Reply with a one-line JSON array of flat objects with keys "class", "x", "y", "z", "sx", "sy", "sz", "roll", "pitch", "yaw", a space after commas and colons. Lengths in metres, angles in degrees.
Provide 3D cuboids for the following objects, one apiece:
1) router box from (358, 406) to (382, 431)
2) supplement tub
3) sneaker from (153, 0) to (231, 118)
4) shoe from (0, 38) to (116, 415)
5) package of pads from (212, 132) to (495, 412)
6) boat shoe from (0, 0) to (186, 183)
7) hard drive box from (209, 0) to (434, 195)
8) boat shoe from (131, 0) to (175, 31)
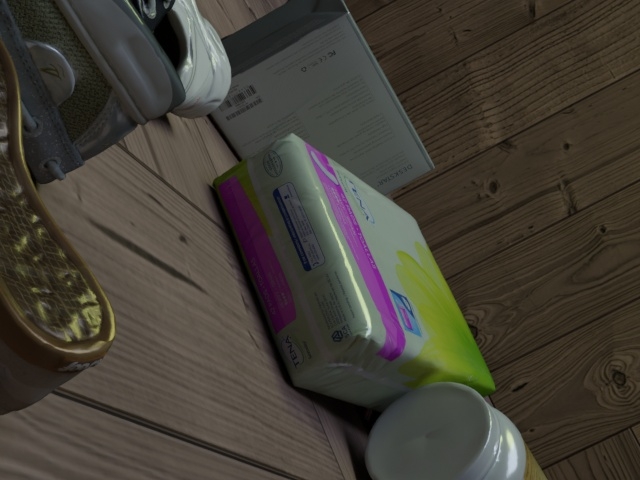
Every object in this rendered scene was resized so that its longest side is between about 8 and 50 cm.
[{"class": "router box", "x": 0.083, "y": 0.202, "z": 1.282, "sx": 0.122, "sy": 0.038, "sz": 0.092, "roll": 61, "pitch": 9, "yaw": -12}, {"class": "supplement tub", "x": 0.138, "y": 0.239, "z": 1.122, "sx": 0.200, "sy": 0.144, "sz": 0.144, "roll": 57, "pitch": 10, "yaw": -35}, {"class": "sneaker", "x": -0.152, "y": -0.214, "z": 1.020, "sx": 0.232, "sy": 0.090, "sz": 0.115, "roll": 61, "pitch": 12, "yaw": 0}, {"class": "shoe", "x": -0.158, "y": -0.027, "z": 0.512, "sx": 0.076, "sy": 0.058, "sz": 0.219, "roll": -3, "pitch": 57, "yaw": -47}, {"class": "package of pads", "x": 0.035, "y": 0.043, "z": 1.160, "sx": 0.296, "sy": 0.101, "sz": 0.229, "roll": 30, "pitch": 32, "yaw": -57}, {"class": "boat shoe", "x": -0.188, "y": -0.160, "z": 0.586, "sx": 0.320, "sy": 0.103, "sz": 0.118, "roll": 53, "pitch": -1, "yaw": -40}, {"class": "hard drive box", "x": -0.007, "y": -0.137, "z": 1.330, "sx": 0.232, "sy": 0.181, "sz": 0.089, "roll": 57, "pitch": 8, "yaw": -38}, {"class": "boat shoe", "x": -0.149, "y": -0.170, "z": 0.825, "sx": 0.108, "sy": 0.102, "sz": 0.301, "roll": 60, "pitch": 8, "yaw": -17}]
